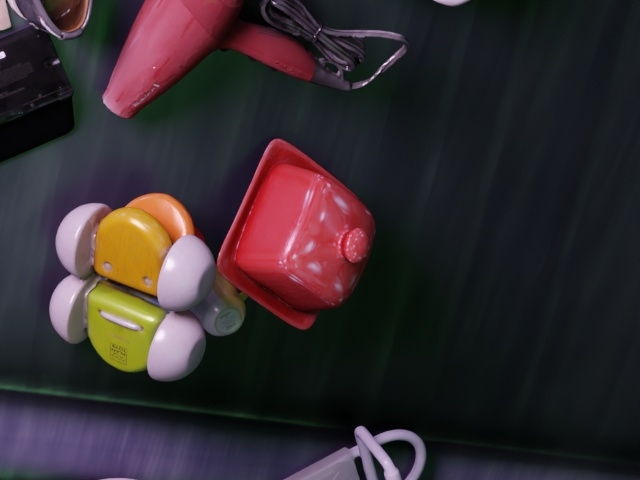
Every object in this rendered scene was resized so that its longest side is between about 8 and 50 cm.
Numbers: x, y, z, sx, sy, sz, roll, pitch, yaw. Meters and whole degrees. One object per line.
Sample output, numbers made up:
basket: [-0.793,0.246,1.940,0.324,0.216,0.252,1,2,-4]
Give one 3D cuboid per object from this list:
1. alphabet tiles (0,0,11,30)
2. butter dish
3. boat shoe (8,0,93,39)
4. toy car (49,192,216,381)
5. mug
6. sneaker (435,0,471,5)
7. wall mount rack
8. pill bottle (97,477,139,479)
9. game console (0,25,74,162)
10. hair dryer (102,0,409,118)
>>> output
alphabet tiles: [-0.395,-0.229,1.664,0.237,0.009,0.198,-23,129,-18]
butter dish: [0.000,0.000,1.963,0.160,0.118,0.160,37,71,-42]
boat shoe: [-0.235,-0.286,1.681,0.084,0.079,0.233,-15,125,-21]
toy car: [-0.170,0.038,1.907,0.136,0.159,0.182,-41,146,-55]
mug: [-0.104,0.060,1.995,0.062,0.064,0.078,11,112,-36]
sneaker: [0.101,-0.350,1.831,0.162,0.106,0.281,-3,121,-27]
wall mount rack: [0.005,0.381,2.229,0.350,0.130,0.304,-27,130,-13]
pill bottle: [-0.188,0.420,2.078,0.181,0.181,0.323,-31,124,-11]
game console: [-0.295,-0.128,1.790,0.122,0.071,0.107,-25,100,-17]
hair dryer: [-0.068,-0.186,1.820,0.293,0.080,0.224,-19,128,0]
